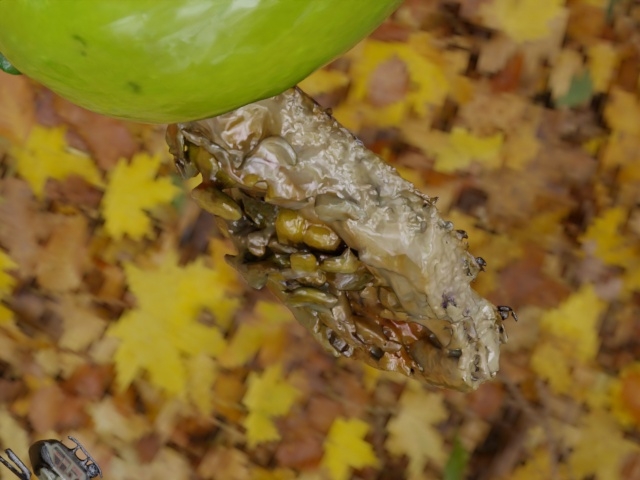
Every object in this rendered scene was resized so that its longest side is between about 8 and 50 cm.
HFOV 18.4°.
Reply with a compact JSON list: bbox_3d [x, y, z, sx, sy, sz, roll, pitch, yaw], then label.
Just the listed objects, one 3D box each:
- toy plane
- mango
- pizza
[{"bbox_3d":[-0.174,0.181,1.395,0.121,0.031,0.049,50,41,-12],"label":"toy plane"},{"bbox_3d":[-0.010,-0.201,0.655,0.156,0.192,0.343,13,100,-62],"label":"mango"},{"bbox_3d":[0.000,0.000,0.873,0.069,0.147,0.226,-50,146,-14],"label":"pizza"}]
